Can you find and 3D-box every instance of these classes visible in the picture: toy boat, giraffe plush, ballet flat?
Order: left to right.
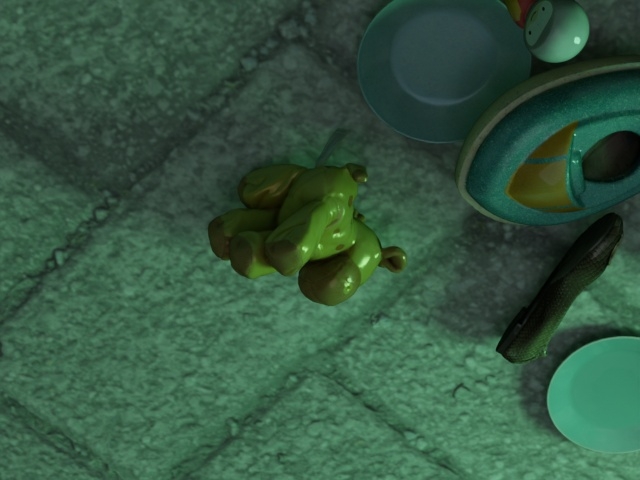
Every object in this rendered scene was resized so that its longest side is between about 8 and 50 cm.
[{"bbox_3d":[0.000,0.000,1.709,0.210,0.181,0.170,-43,127,-12],"label":"giraffe plush"},{"bbox_3d":[0.260,-0.142,1.558,0.267,0.148,0.318,-23,128,0],"label":"toy boat"},{"bbox_3d":[0.298,0.065,1.754,0.058,0.084,0.250,34,123,1],"label":"ballet flat"}]

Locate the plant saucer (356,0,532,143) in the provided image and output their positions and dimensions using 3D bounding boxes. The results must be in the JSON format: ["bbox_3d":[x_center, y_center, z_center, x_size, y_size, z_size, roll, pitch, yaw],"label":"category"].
[{"bbox_3d":[0.138,-0.202,1.629,0.195,0.037,0.195,2,121,3],"label":"plant saucer"}]

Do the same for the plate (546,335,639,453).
[{"bbox_3d":[0.383,0.194,1.864,0.188,0.024,0.188,1,120,2],"label":"plate"}]
